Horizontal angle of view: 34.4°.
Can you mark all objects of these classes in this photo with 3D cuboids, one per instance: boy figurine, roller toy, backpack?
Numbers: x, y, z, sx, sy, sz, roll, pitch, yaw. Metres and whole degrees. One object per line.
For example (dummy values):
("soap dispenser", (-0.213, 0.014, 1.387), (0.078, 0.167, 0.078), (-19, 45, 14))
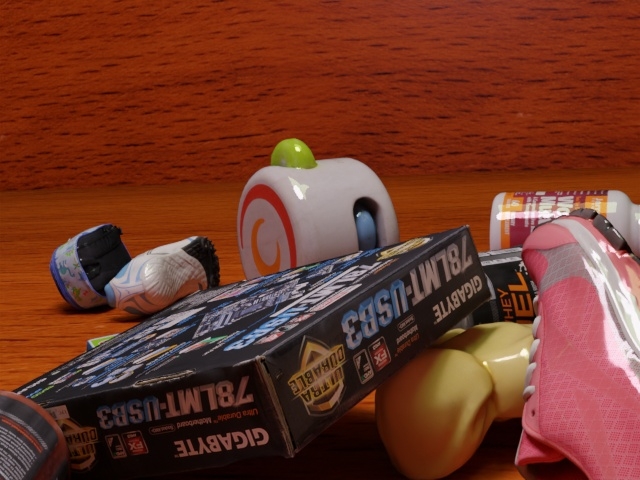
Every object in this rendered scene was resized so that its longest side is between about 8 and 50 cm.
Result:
("boy figurine", (0.159, 0.109, 0.807), (0.285, 0.092, 0.177), (-13, 14, -43))
("roller toy", (0.000, 0.000, 1.241), (0.146, 0.209, 0.191), (-9, 49, -29))
("backpack", (-0.309, 0.041, 1.384), (0.084, 0.105, 0.114), (-24, 2, 21))

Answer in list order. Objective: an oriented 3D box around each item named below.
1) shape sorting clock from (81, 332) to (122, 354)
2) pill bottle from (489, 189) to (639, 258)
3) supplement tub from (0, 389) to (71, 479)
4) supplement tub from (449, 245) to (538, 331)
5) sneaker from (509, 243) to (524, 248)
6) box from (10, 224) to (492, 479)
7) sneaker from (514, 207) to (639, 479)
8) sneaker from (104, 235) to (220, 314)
("shape sorting clock", (-0.135, 0.122, 0.987), (0.206, 0.040, 0.206), (0, 21, 0))
("pill bottle", (0.339, -0.005, 1.346), (0.221, 0.121, 0.121), (-1, 10, 19))
("supplement tub", (-0.212, 0.159, 0.585), (0.106, 0.106, 0.198), (-4, 9, 0))
("supplement tub", (0.155, 0.068, 0.974), (0.190, 0.117, 0.117), (-8, 10, -23))
("sneaker", (0.159, 0.056, 1.106), (0.267, 0.101, 0.106), (-8, 8, -28))
("box", (-0.062, 0.085, 0.776), (0.293, 0.073, 0.295), (-14, 9, 35))
("sneaker", (0.170, 0.087, 0.656), (0.136, 0.116, 0.314), (-32, 29, 7))
("sneaker", (-0.203, 0.045, 1.380), (0.086, 0.085, 0.237), (-8, 4, 21))
